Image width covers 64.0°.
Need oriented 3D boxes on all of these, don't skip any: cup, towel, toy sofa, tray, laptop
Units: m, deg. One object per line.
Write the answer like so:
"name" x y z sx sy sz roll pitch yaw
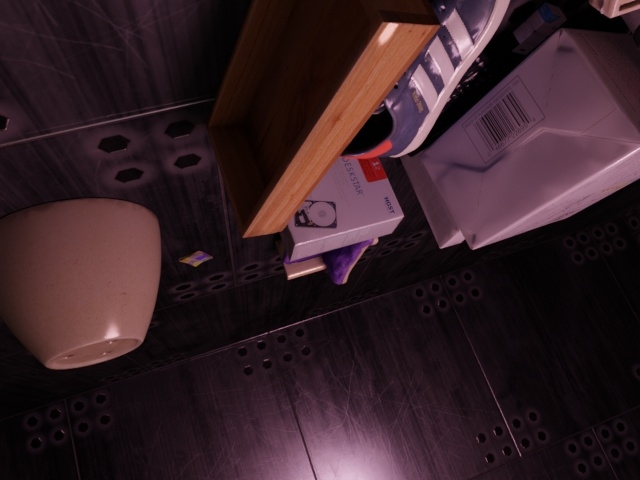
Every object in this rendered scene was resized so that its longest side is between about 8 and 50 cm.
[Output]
"cup" -0.446 0.102 0.969 0.331 0.236 0.331 -19 163 -6
"towel" -0.321 0.048 1.315 0.060 0.009 0.083 -25 162 10
"toy sofa" 0.000 0.000 1.258 0.150 0.177 0.362 -15 162 -17
"tray" -0.036 -0.185 0.627 0.076 0.202 0.411 -11 160 -29
"laptop" 0.191 -0.217 0.878 0.234 0.136 0.264 -31 142 31

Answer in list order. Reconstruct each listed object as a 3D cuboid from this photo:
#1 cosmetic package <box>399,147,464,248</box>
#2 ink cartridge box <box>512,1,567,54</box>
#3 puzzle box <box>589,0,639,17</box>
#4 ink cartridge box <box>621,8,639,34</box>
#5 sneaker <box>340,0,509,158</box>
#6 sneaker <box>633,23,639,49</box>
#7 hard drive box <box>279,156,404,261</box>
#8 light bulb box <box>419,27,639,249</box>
"cosmetic package" 0.254 -0.113 1.099 0.061 0.238 0.099 -14 162 -16
"ink cartridge box" 0.359 -0.352 0.856 0.048 0.028 0.083 -6 157 -38
"puzzle box" 0.537 -0.450 0.587 0.409 0.052 0.272 -20 143 -1
"ink cartridge box" 0.608 -0.435 0.802 0.134 0.077 0.231 -14 161 -16
"sneaker" 0.099 -0.231 0.603 0.148 0.131 0.350 -20 145 -32
"sneaker" 0.604 -0.343 0.787 0.276 0.097 0.135 -14 166 -16
"hard drive box" 0.022 -0.080 1.039 0.232 0.181 0.089 -16 161 -17
"light bulb box" 0.459 -0.183 0.963 0.361 0.225 0.358 -14 162 -37
